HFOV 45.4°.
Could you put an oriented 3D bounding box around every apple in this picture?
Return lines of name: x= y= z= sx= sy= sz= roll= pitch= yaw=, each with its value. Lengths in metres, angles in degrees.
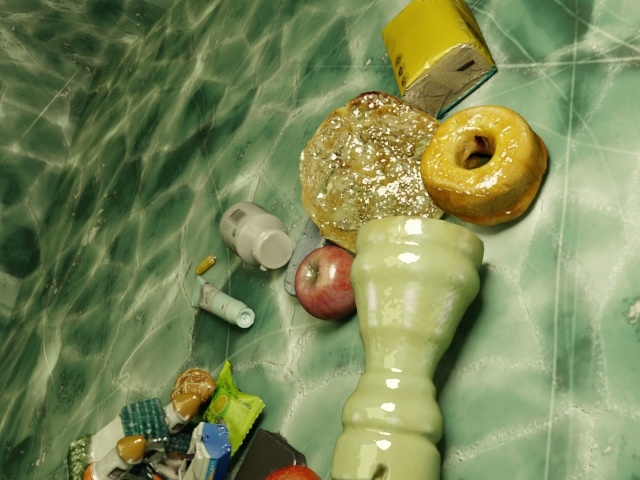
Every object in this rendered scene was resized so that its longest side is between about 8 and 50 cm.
apple: x=0.021 y=0.090 z=1.580 sx=0.153 sy=0.120 sz=0.153 roll=-26 pitch=53 yaw=41

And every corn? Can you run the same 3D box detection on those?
corn: x=-0.317 y=0.066 z=2.120 sx=0.083 sy=0.027 sz=0.028 roll=-38 pitch=22 yaw=32

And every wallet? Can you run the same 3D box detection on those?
wallet: x=-0.150 y=0.561 z=1.500 sx=0.197 sy=0.051 sz=0.377 roll=11 pitch=73 yaw=58

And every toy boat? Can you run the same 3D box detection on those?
toy boat: x=-0.261 y=0.534 z=1.596 sx=0.129 sy=0.088 sz=0.295 roll=-123 pitch=47 yaw=-65

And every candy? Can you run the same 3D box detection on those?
candy: x=-0.207 y=0.371 z=1.705 sx=0.246 sy=0.069 sz=0.149 roll=27 pitch=89 yaw=57

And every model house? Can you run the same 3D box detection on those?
model house: x=-0.352 y=0.454 z=1.647 sx=0.301 sy=0.271 sz=0.190 roll=-46 pitch=41 yaw=17

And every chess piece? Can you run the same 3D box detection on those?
chess piece: x=0.136 y=0.196 z=1.275 sx=0.234 sy=0.234 sz=0.442 roll=-14 pitch=57 yaw=47

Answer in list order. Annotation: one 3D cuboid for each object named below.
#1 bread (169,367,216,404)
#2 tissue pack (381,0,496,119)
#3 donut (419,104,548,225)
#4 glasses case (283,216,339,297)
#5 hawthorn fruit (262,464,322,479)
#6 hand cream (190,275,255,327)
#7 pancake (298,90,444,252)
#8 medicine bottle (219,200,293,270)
bread: x=-0.304 y=0.347 z=1.788 sx=0.233 sy=0.076 sz=0.105 roll=-36 pitch=23 yaw=57
tissue pack: x=0.248 y=-0.417 z=1.662 sx=0.192 sy=0.134 sz=0.271 roll=-40 pitch=38 yaw=27
donut: x=0.290 y=-0.137 z=1.380 sx=0.227 sy=0.114 sz=0.226 roll=-17 pitch=56 yaw=26
glasses case: x=0.000 y=0.000 z=1.724 sx=0.109 sy=0.067 sz=0.282 roll=10 pitch=71 yaw=57
hawthorn fruit: x=-0.024 y=0.490 z=1.326 sx=0.203 sy=0.162 sz=0.162 roll=21 pitch=82 yaw=38
hand cream: x=-0.256 y=0.160 z=1.952 sx=0.331 sy=0.058 sz=0.085 roll=16 pitch=98 yaw=60
pancake: x=0.111 y=-0.136 z=1.574 sx=0.356 sy=0.065 sz=0.356 roll=-5 pitch=77 yaw=23
medicine bottle: x=-0.152 y=-0.008 z=1.865 sx=0.135 sy=0.135 sz=0.215 roll=-58 pitch=33 yaw=2
